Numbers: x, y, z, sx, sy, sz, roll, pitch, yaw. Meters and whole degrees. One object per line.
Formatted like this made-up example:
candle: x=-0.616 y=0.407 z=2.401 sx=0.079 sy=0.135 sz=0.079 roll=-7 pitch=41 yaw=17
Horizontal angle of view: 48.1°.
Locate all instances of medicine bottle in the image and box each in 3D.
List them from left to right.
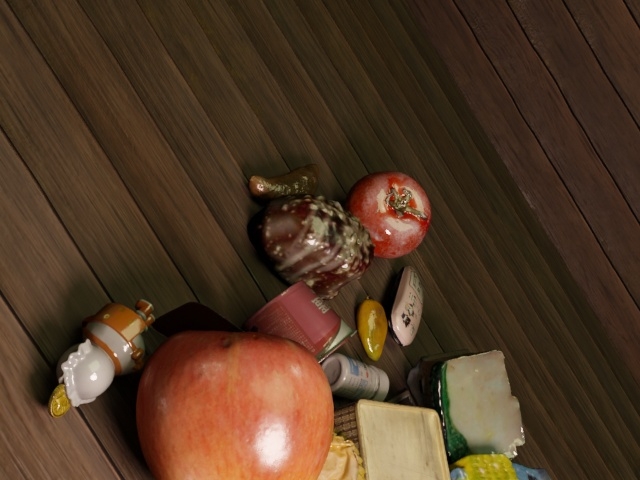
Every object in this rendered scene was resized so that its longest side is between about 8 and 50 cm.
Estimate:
medicine bottle: x=0.084 y=0.354 z=1.822 sx=0.168 sy=0.105 sz=0.105 roll=27 pitch=46 yaw=-38

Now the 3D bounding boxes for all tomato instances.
tomato: x=0.195 y=-0.072 z=2.167 sx=0.270 sy=0.227 sz=0.270 roll=10 pitch=66 yaw=-23

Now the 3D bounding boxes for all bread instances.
bread: x=-0.021 y=0.489 z=1.499 sx=0.139 sy=0.240 sz=0.239 roll=89 pitch=-6 yaw=-62

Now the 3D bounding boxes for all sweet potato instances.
sweet potato: x=-0.070 y=-0.156 z=2.009 sx=0.114 sy=0.092 sz=0.341 roll=48 pitch=32 yaw=12

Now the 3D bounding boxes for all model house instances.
model house: x=0.383 y=0.461 z=2.001 sx=0.243 sy=0.284 sz=0.298 roll=-7 pitch=86 yaw=-17
model house: x=0.437 y=0.674 z=1.784 sx=0.303 sy=0.215 sz=0.237 roll=28 pitch=31 yaw=-35

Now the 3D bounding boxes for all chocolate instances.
chocolate: x=0.000 y=0.000 z=1.882 sx=0.340 sy=0.210 sz=0.225 roll=37 pitch=43 yaw=-29

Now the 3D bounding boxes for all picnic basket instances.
picnic basket: x=0.146 y=0.522 z=1.722 sx=0.313 sy=0.175 sz=0.228 roll=18 pitch=54 yaw=-39

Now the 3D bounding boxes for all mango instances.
mango: x=0.146 y=0.244 z=2.021 sx=0.101 sy=0.066 sz=0.187 roll=22 pitch=58 yaw=-41

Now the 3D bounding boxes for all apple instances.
apple: x=-0.158 y=0.335 z=1.325 sx=0.364 sy=0.364 sz=0.363 roll=31 pitch=44 yaw=-35

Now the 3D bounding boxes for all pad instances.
pad: x=-0.208 y=0.216 z=1.488 sx=0.267 sy=0.181 sz=0.004 roll=38 pitch=46 yaw=-27

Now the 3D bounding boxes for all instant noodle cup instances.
instant noodle cup: x=-0.058 y=0.212 z=1.656 sx=0.178 sy=0.235 sz=0.235 roll=53 pitch=34 yaw=5

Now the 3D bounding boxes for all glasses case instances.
glasses case: x=0.258 y=0.193 z=2.170 sx=0.122 sy=0.075 sz=0.314 roll=64 pitch=27 yaw=-23

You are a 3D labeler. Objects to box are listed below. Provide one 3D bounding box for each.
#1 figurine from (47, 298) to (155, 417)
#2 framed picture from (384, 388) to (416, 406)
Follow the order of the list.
figurine: x=-0.391 y=0.213 z=1.304 sx=0.143 sy=0.143 sz=0.271 roll=45 pitch=36 yaw=-21
framed picture: x=0.244 y=0.550 z=1.958 sx=0.189 sy=0.023 sz=0.259 roll=-8 pitch=71 yaw=-56
